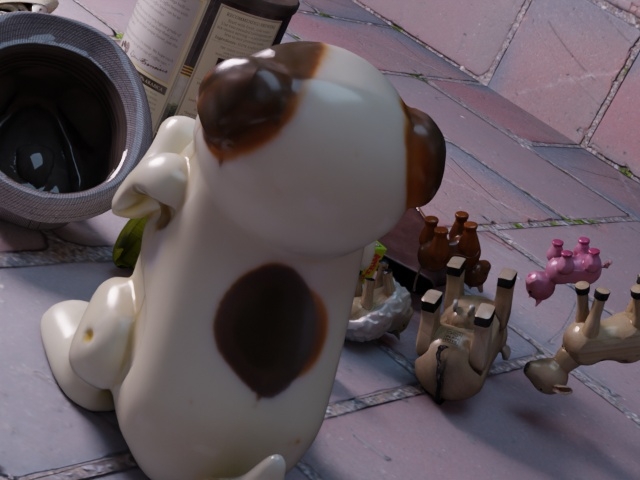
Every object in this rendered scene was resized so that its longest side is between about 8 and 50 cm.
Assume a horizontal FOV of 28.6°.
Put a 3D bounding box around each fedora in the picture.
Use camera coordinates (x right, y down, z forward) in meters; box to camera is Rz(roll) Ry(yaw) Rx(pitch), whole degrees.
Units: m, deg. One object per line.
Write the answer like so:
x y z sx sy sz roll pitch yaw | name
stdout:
-0.329 -0.122 1.481 0.244 0.124 0.275 2 60 -26 | fedora

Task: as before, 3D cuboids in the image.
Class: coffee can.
-0.175 -0.237 1.688 0.202 0.275 0.201 23 20 -9 | coffee can

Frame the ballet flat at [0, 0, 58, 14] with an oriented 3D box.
-0.511 -0.389 2.117 0.168 0.057 0.052 -3 63 -47 | ballet flat

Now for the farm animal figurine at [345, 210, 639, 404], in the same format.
0.225 0.112 1.595 0.330 0.172 0.327 23 34 34 | farm animal figurine

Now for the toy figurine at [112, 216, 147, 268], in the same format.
-0.060 -0.021 1.545 0.217 0.191 0.362 43 34 6 | toy figurine

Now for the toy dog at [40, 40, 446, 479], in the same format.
-0.069 0.007 1.149 0.285 0.407 0.395 21 21 -13 | toy dog

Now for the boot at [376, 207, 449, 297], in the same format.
0.096 -0.015 1.852 0.248 0.090 0.207 34 20 12 | boot

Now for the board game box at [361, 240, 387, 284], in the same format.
0.000 0.000 1.701 0.043 0.092 0.181 1 32 -48 | board game box
